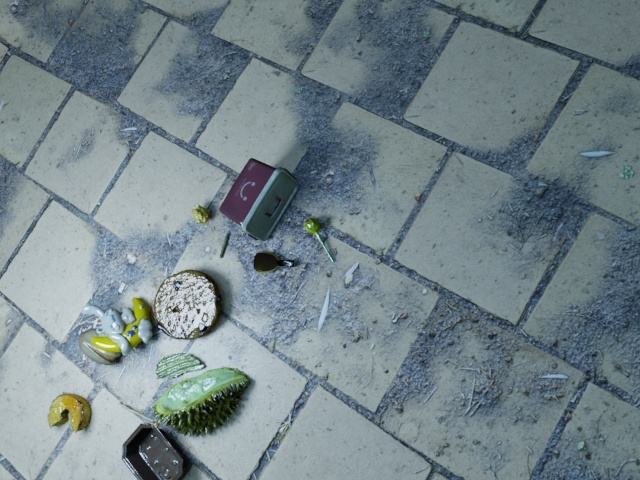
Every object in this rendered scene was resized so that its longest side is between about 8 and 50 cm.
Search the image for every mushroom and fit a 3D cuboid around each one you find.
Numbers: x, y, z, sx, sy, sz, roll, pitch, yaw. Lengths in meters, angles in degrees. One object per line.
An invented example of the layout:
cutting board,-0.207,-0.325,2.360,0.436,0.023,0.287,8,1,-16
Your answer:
mushroom,-0.687,0.657,1.912,0.286,0.028,0.026,5,38,44

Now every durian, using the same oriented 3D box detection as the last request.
durian,-0.437,0.602,1.884,0.394,0.163,0.198,-27,32,4

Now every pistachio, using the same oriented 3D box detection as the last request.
pistachio,-0.878,0.424,2.018,0.185,0.124,0.124,29,86,14

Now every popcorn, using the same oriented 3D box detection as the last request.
popcorn,-0.489,-0.098,2.070,0.084,0.084,0.084,-4,76,15

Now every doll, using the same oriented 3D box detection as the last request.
doll,-0.791,0.332,1.994,0.237,0.111,0.252,-20,67,-18

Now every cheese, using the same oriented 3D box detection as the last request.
cheese,-0.177,0.086,1.951,0.163,0.036,0.086,1,74,16

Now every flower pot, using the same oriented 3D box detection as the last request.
flower pot,-0.602,0.802,1.871,0.251,0.084,0.179,41,89,19

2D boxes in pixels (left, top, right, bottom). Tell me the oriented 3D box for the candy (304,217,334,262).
candy,0.000,0.000,1.922,0.058,0.062,0.194,-22,77,-37

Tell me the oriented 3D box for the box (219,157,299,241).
box,-0.240,-0.163,1.956,0.167,0.193,0.294,30,87,28

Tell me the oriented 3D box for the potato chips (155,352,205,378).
potato chips,-0.549,0.479,1.963,0.208,0.028,0.091,-17,75,13

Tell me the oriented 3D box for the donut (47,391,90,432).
donut,-0.993,0.680,2.015,0.181,0.078,0.146,0,76,22

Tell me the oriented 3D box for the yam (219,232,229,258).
yam,-0.387,0.021,2.037,0.014,0.014,0.107,12,80,18

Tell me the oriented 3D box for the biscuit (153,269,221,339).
biscuit,-0.518,0.252,1.985,0.296,0.075,0.295,-2,82,16
